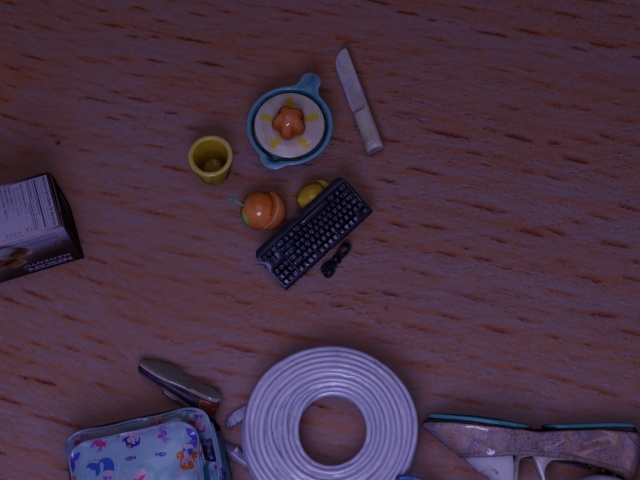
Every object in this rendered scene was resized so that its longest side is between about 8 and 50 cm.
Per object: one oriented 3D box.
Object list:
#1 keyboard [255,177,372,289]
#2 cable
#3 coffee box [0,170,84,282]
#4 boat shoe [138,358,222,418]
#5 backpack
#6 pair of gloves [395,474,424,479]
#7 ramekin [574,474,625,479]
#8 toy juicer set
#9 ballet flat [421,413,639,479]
[{"bbox_3d":[0.000,0.000,1.720,0.180,0.023,0.108,-42,104,-3],"label":"keyboard"},{"bbox_3d":[0.014,0.271,1.616,0.257,0.089,0.257,41,76,13],"label":"cable"},{"bbox_3d":[-0.496,-0.002,1.689,0.246,0.141,0.098,-16,72,-6],"label":"coffee box"},{"bbox_3d":[-0.210,0.218,1.662,0.137,0.049,0.043,25,113,8],"label":"boat shoe"},{"bbox_3d":[-0.226,0.366,1.544,0.225,0.191,0.253,-11,78,1],"label":"backpack"},{"bbox_3d":[0.139,0.418,1.557,0.159,0.023,0.198,-3,93,-18],"label":"pair of gloves"},{"bbox_3d":[0.383,0.408,1.498,0.207,0.109,0.207,16,33,-11],"label":"ramekin"},{"bbox_3d":[-0.024,-0.150,1.758,0.329,0.089,0.209,-37,75,-11],"label":"toy juicer set"},{"bbox_3d":[0.299,0.304,1.597,0.316,0.107,0.106,3,79,3],"label":"ballet flat"}]
